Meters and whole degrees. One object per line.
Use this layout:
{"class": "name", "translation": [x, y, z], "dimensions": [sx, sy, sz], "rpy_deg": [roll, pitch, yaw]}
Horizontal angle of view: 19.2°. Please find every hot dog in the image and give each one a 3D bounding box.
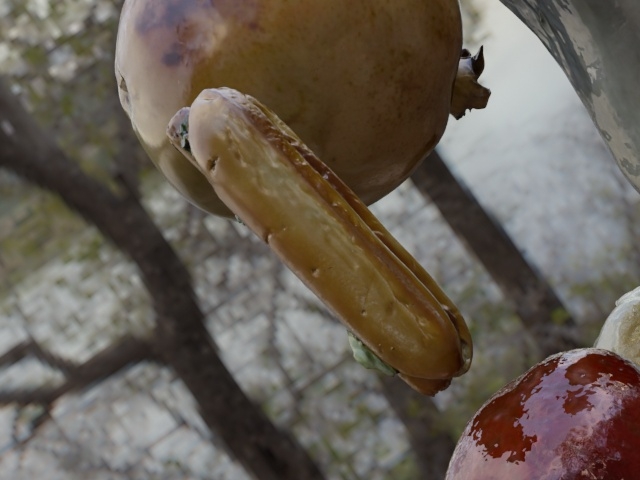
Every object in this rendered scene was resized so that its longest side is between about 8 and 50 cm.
{"class": "hot dog", "translation": [0.000, 0.000, 1.212], "dimensions": [0.068, 0.249, 0.100], "rpy_deg": [-44, -8, 8]}

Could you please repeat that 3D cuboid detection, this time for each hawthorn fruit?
{"class": "hawthorn fruit", "translation": [0.158, 0.172, 1.187], "dimensions": [0.185, 0.185, 0.202], "rpy_deg": [-32, 0, 44]}

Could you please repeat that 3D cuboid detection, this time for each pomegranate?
{"class": "pomegranate", "translation": [-0.012, -0.156, 1.591], "dimensions": [0.319, 0.319, 0.319], "rpy_deg": [-35, 3, 2]}

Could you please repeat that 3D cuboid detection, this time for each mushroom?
{"class": "mushroom", "translation": [0.207, -0.131, 1.311], "dimensions": [0.122, 0.329, 0.159], "rpy_deg": [-34, 7, 27]}

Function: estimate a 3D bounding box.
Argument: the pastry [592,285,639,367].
{"class": "pastry", "translation": [0.393, 0.148, 1.945], "dimensions": [0.265, 0.265, 0.133], "rpy_deg": [-35, -19, -15]}
